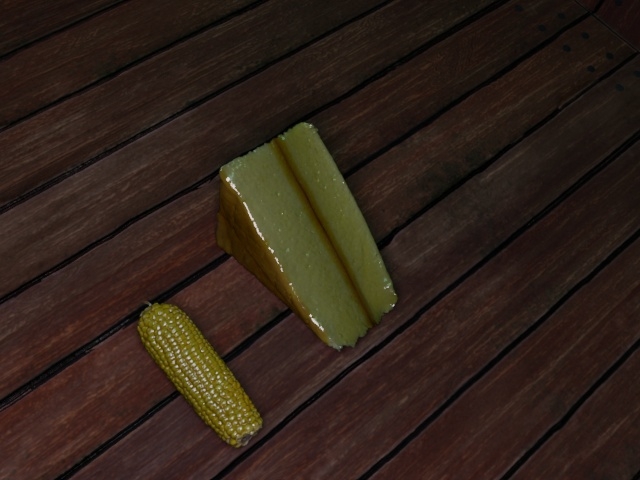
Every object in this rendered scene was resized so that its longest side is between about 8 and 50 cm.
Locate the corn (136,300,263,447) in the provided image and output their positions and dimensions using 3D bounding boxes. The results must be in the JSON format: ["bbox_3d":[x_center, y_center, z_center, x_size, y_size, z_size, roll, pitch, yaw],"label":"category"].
[{"bbox_3d":[-0.216,0.228,1.579,0.101,0.101,0.310,-35,76,-29],"label":"corn"}]

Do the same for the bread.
[{"bbox_3d":[0.000,0.000,1.697,0.233,0.245,0.361,-34,67,-30],"label":"bread"}]
